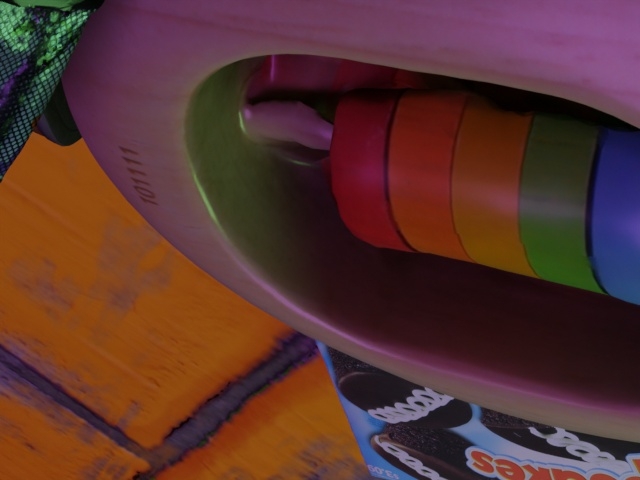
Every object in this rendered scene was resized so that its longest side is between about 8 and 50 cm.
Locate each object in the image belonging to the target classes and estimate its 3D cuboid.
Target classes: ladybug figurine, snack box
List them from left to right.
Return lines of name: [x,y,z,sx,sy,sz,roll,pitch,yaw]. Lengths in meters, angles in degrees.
ladybug figurine: [0.102,-0.053,0.696,0.449,0.162,0.305,15,144,25]
snack box: [0.158,0.102,0.957,0.322,0.060,0.187,12,143,29]

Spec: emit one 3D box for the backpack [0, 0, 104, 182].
backpack: [-0.170,-0.166,0.645,0.253,0.191,0.225,-51,55,25]

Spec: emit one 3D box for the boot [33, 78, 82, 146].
boot: [-0.255,-0.177,0.892,0.280,0.096,0.264,11,143,31]
